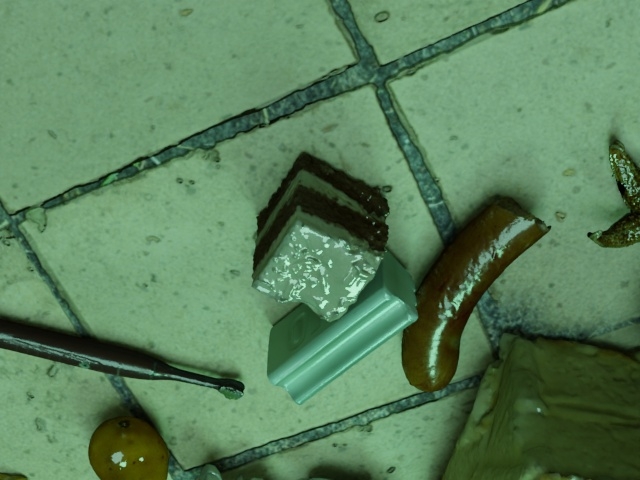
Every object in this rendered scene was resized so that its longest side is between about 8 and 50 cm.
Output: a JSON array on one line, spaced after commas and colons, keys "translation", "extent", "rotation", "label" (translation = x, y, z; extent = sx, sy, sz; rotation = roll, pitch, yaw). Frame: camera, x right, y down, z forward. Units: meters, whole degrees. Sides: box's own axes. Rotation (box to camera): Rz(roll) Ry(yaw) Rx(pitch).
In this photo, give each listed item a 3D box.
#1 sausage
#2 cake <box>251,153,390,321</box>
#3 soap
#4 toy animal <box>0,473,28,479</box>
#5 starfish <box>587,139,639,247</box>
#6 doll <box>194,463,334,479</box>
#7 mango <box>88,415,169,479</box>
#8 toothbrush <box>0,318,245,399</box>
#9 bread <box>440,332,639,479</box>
[{"translation": [0.176, 0.067, 1.629], "extent": [0.103, 0.076, 0.302], "rotation": [23, 119, -13], "label": "sausage"}, {"translation": [0.000, 0.000, 1.545], "extent": [0.135, 0.147, 0.134], "rotation": [26, 118, -14], "label": "cake"}, {"translation": [0.026, 0.104, 1.626], "extent": [0.198, 0.119, 0.066], "rotation": [-38, 115, 21], "label": "soap"}, {"translation": [-0.452, 0.373, 1.839], "extent": [0.081, 0.060, 0.083], "rotation": [-20, 129, -32], "label": "toy animal"}, {"translation": [0.393, -0.033, 1.558], "extent": [0.146, 0.074, 0.190], "rotation": [-41, 94, 8], "label": "starfish"}, {"translation": [-0.037, 0.386, 1.791], "extent": [0.271, 0.144, 0.208], "rotation": [37, 124, -26], "label": "doll"}, {"translation": [-0.259, 0.299, 1.774], "extent": [0.105, 0.084, 0.159], "rotation": [-16, 143, -9], "label": "mango"}, {"translation": [-0.276, 0.157, 1.706], "extent": [0.364, 0.041, 0.041], "rotation": [15, 121, -9], "label": "toothbrush"}, {"translation": [0.353, 0.365, 1.701], "extent": [0.371, 0.279, 0.390], "rotation": [9, 122, -8], "label": "bread"}]
